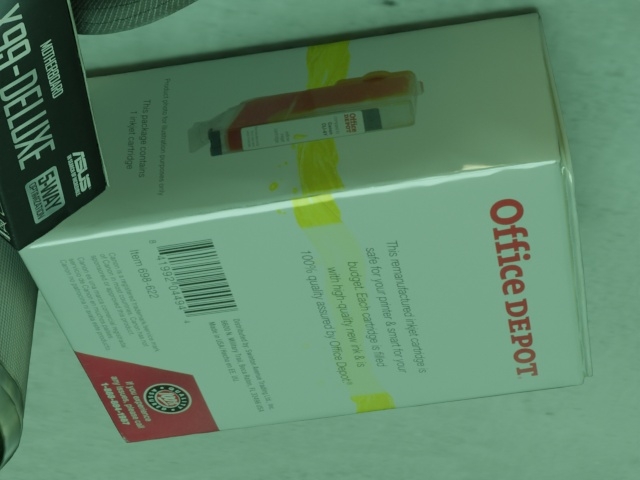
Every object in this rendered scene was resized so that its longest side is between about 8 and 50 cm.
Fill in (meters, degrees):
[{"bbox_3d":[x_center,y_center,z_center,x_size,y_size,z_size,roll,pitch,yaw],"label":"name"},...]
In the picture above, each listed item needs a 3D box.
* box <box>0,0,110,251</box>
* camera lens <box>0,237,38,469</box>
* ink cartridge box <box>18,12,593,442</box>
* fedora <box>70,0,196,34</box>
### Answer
[{"bbox_3d":[-0.264,-0.167,0.926,0.076,0.307,0.242,-39,148,-26],"label":"box"},{"bbox_3d":[-0.319,0.044,1.173,0.219,0.274,0.219,-1,141,-1],"label":"camera lens"},{"bbox_3d":[0.000,0.000,1.218,0.384,0.160,0.279,-7,141,7],"label":"ink cartridge box"},{"bbox_3d":[-0.070,-0.243,0.915,0.275,0.244,0.124,-40,156,30],"label":"fedora"}]
